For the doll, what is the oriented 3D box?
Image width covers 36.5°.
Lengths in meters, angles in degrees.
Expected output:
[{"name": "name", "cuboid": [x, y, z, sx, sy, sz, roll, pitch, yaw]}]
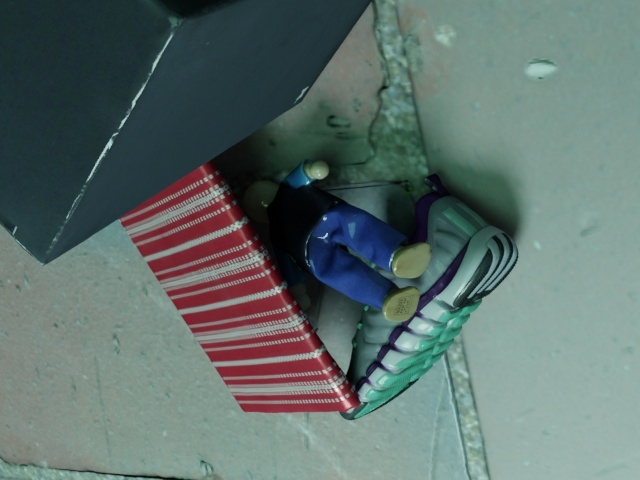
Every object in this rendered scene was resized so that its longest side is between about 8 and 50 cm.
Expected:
[{"name": "doll", "cuboid": [0.000, 0.000, 0.780, 0.189, 0.046, 0.129, 32, 120, 38]}]

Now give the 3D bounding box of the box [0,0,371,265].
[{"name": "box", "cuboid": [-0.150, -0.205, 0.614, 0.312, 0.343, 0.179, 41, 124, 2]}]

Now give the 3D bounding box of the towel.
[{"name": "towel", "cuboid": [-0.086, 0.031, 0.840, 0.275, 0.031, 0.199, 59, 150, -9]}]

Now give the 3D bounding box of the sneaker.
[{"name": "sneaker", "cuboid": [0.067, 0.051, 0.805, 0.098, 0.083, 0.224, 50, 122, 22]}]
